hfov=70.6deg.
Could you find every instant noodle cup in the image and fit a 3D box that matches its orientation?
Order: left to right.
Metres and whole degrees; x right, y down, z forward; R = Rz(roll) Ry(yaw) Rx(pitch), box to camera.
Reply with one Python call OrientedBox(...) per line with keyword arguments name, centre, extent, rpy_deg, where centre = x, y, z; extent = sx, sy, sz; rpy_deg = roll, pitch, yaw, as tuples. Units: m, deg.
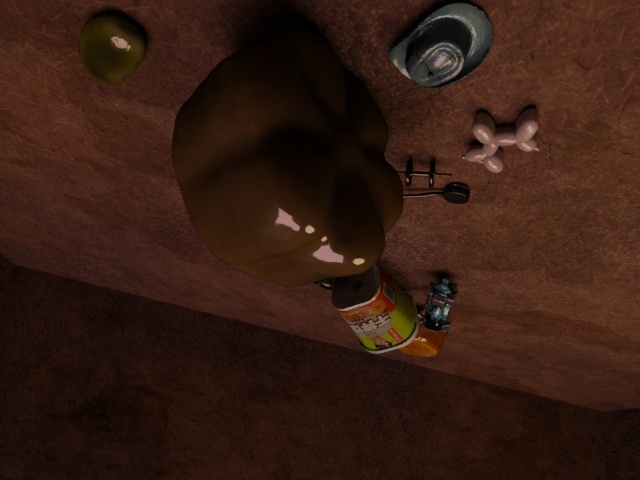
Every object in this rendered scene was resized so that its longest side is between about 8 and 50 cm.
OrientedBox(name="instant noodle cup", centre=(0.201, 0.245, 1.753), extent=(0.294, 0.293, 0.308), rpy_deg=(-6, 140, 35))

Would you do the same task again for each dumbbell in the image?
OrientedBox(name="dumbbell", centre=(0.246, -0.163, 1.110), extent=(0.147, 0.069, 0.069), rpy_deg=(6, 153, 18))

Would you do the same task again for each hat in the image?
OrientedBox(name="hat", centre=(0.205, -0.323, 0.798), extent=(0.138, 0.077, 0.191), rpy_deg=(27, 152, -29))

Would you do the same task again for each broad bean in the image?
OrientedBox(name="broad bean", centre=(-0.446, -0.407, 0.964), extent=(0.125, 0.082, 0.175), rpy_deg=(28, 141, -27))

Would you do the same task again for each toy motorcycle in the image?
OrientedBox(name="toy motorcycle", centre=(0.448, 0.243, 1.710), extent=(0.124, 0.182, 0.272), rpy_deg=(19, 156, 21))

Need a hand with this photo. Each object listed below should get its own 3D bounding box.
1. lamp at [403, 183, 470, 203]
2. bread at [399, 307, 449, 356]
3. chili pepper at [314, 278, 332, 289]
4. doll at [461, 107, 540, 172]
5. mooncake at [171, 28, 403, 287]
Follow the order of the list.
OrientedBox(name="lamp", centre=(0.204, -0.094, 1.228), extent=(0.372, 0.108, 0.130), rpy_deg=(8, 157, 11))
OrientedBox(name="bread", centre=(0.436, 0.420, 2.079), extent=(0.313, 0.172, 0.312), rpy_deg=(14, 155, 7))
OrientedBox(name="chili pepper", centre=(0.052, 0.183, 1.922), extent=(0.225, 0.060, 0.098), rpy_deg=(2, 159, 19))
OrientedBox(name="doll", centre=(0.381, -0.208, 0.966), extent=(0.161, 0.059, 0.160), rpy_deg=(0, 150, 25))
OrientedBox(name="mooncake", centre=(-0.037, -0.146, 0.874), extent=(0.262, 0.466, 0.467), rpy_deg=(-19, 139, 39))
